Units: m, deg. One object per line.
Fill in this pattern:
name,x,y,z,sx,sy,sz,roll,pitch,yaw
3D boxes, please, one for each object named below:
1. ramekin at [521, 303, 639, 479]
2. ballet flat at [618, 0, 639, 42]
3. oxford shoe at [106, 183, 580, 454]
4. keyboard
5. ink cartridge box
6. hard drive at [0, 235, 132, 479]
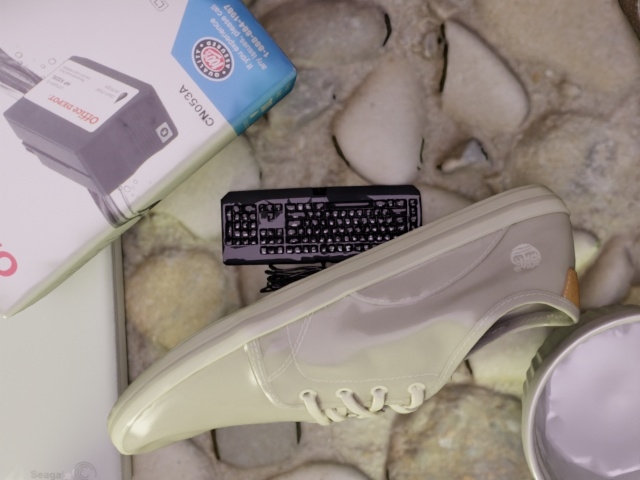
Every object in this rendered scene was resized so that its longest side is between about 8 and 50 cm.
ramekin,0.276,0.154,0.686,0.207,0.109,0.207,1,96,5
ballet flat,0.312,-0.167,0.670,0.084,0.058,0.250,-11,96,6
oxford shoe,0.024,0.099,0.670,0.449,0.169,0.130,-25,74,3
keyboard,0.000,0.000,0.730,0.192,0.038,0.100,-2,97,6
ink cartridge box,-0.207,-0.121,0.651,0.307,0.129,0.223,-40,98,0
hard drive,-0.295,0.092,0.766,0.203,0.040,0.308,0,96,5
